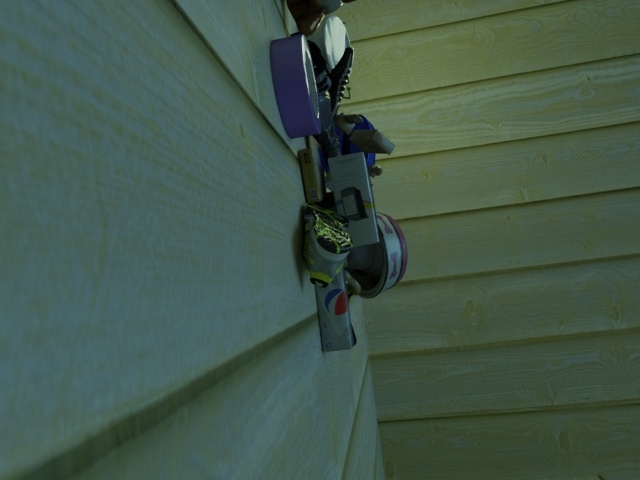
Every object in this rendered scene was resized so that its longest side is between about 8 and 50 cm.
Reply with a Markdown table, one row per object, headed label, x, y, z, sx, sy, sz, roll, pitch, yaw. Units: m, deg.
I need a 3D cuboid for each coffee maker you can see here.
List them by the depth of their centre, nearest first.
| label | x | y | z | sx | sy | sz | roll | pitch | yaw |
| --- | --- | --- | --- | --- | --- | --- | --- | --- | --- |
| coffee maker | -0.031 | -0.631 | 1.649 | 0.178 | 0.120 | 0.172 | 12 | 69 | -82 |

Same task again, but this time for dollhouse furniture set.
| label | x | y | z | sx | sy | sz | roll | pitch | yaw |
| --- | --- | --- | --- | --- | --- | --- | --- | --- | --- |
| dollhouse furniture set | 0.116 | -0.276 | 1.837 | 0.303 | 0.356 | 0.173 | 35 | -8 | -30 |

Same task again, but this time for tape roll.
| label | x | y | z | sx | sy | sz | roll | pitch | yaw |
| --- | --- | --- | --- | --- | --- | --- | --- | --- | --- |
| tape roll | -0.065 | -0.438 | 1.323 | 0.275 | 0.090 | 0.275 | -7 | 90 | -82 |

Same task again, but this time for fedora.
| label | x | y | z | sx | sy | sz | roll | pitch | yaw |
| --- | --- | --- | --- | --- | --- | --- | --- | --- | --- |
| fedora | 0.142 | 0.046 | 2.003 | 0.275 | 0.124 | 0.244 | 15 | -68 | 61 |

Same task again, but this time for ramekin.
| label | x | y | z | sx | sy | sz | roll | pitch | yaw |
| --- | --- | --- | --- | --- | --- | --- | --- | --- | --- |
| ramekin | 0.025 | -0.800 | 1.956 | 0.272 | 0.127 | 0.273 | 5 | 84 | -61 |

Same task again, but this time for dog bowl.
| label | x | y | z | sx | sy | sz | roll | pitch | yaw |
| --- | --- | --- | --- | --- | --- | --- | --- | --- | --- |
| dog bowl | 0.241 | 0.052 | 2.114 | 0.408 | 0.150 | 0.409 | 26 | -60 | 58 |

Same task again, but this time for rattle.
| label | x | y | z | sx | sy | sz | roll | pitch | yaw |
| --- | --- | --- | --- | --- | --- | --- | --- | --- | --- |
| rattle | 0.078 | 0.188 | 1.966 | 0.130 | 0.142 | 0.200 | 40 | -13 | 51 |

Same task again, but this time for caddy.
| label | x | y | z | sx | sy | sz | roll | pitch | yaw |
| --- | --- | --- | --- | --- | --- | --- | --- | --- | --- |
| caddy | 0.128 | -0.413 | 2.091 | 0.179 | 0.240 | 0.342 | 18 | 77 | -74 |

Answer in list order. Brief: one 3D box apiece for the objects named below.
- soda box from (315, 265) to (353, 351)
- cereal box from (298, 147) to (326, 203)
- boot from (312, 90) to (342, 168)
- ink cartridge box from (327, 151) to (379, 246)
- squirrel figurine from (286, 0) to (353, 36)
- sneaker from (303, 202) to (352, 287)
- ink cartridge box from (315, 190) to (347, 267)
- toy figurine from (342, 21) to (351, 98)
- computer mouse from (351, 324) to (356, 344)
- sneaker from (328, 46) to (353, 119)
| label | x | y | z | sx | sy | sz | roll | pitch | yaw |
| --- | --- | --- | --- | --- | --- | --- | --- | --- | --- |
| soda box | 0.041 | 0.200 | 1.451 | 0.098 | 0.091 | 0.287 | 44 | 38 | -77 |
| cereal box | -0.023 | -0.223 | 1.560 | 0.240 | 0.047 | 0.173 | -60 | 140 | -79 |
| boot | 0.022 | -0.382 | 1.638 | 0.338 | 0.118 | 0.223 | -4 | 74 | -81 |
| ink cartridge box | 0.123 | -0.135 | 1.612 | 0.226 | 0.131 | 0.307 | -11 | 91 | -81 |
| squirrel figurine | -0.055 | -0.956 | 1.505 | 0.371 | 0.280 | 0.397 | 56 | 7 | -46 |
| sneaker | 0.000 | 0.000 | 1.335 | 0.385 | 0.145 | 0.147 | -83 | -166 | -71 |
| ink cartridge box | 0.040 | -0.040 | 1.695 | 0.193 | 0.088 | 0.235 | -78 | 159 | -65 |
| toy figurine | 0.042 | -0.835 | 2.188 | 0.217 | 0.191 | 0.363 | -89 | 170 | -74 |
| computer mouse | 0.056 | 0.250 | 1.632 | 0.188 | 0.072 | 0.273 | 63 | 8 | -62 |
| sneaker | 0.020 | -0.617 | 1.768 | 0.106 | 0.162 | 0.282 | -82 | -170 | -71 |
